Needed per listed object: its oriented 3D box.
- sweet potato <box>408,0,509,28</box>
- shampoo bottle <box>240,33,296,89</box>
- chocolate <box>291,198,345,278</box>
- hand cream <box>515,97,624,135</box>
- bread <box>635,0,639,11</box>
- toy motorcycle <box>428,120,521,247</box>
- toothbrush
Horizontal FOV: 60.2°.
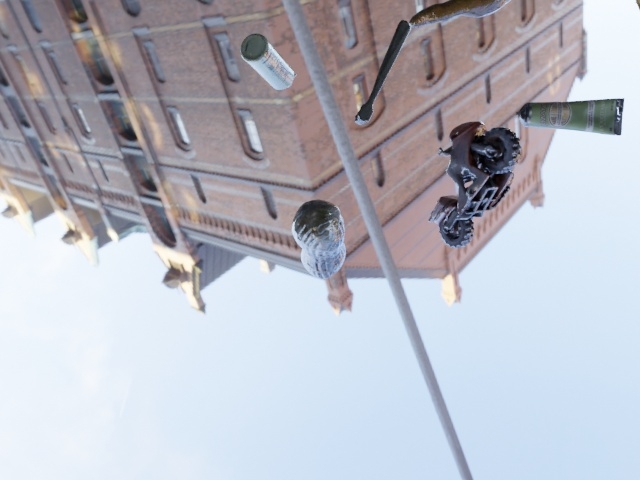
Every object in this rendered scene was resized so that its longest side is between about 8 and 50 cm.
[{"bbox_3d":[0.307,-0.473,1.088,0.269,0.074,0.075,-23,-152,7],"label":"sweet potato"},{"bbox_3d":[-0.143,-0.513,1.631,0.085,0.085,0.262,-5,172,17],"label":"shampoo bottle"},{"bbox_3d":[0.000,0.000,1.132,0.110,0.248,0.110,-3,-121,4],"label":"chocolate"},{"bbox_3d":[0.577,-0.291,1.280,0.235,0.086,0.055,4,-175,9],"label":"hand cream"},{"bbox_3d":[0.523,-0.425,0.794,0.136,0.107,0.241,-8,-110,18],"label":"bread"},{"bbox_3d":[0.223,-0.092,0.841,0.084,0.212,0.118,-10,-132,-31],"label":"toy motorcycle"},{"bbox_3d":[0.137,-0.367,1.192,0.030,0.030,0.297,-25,-143,62],"label":"toothbrush"}]
